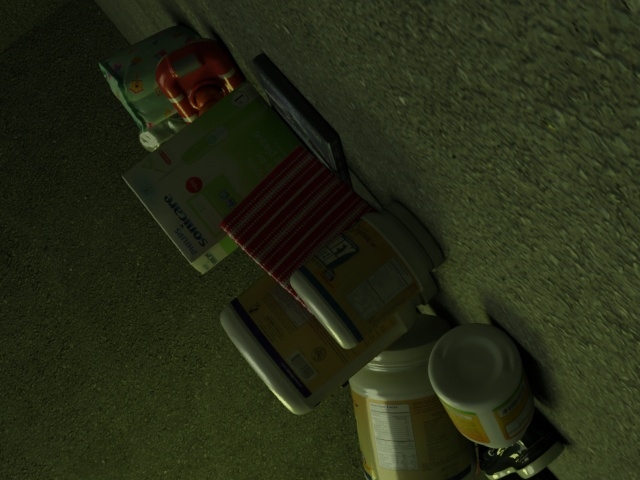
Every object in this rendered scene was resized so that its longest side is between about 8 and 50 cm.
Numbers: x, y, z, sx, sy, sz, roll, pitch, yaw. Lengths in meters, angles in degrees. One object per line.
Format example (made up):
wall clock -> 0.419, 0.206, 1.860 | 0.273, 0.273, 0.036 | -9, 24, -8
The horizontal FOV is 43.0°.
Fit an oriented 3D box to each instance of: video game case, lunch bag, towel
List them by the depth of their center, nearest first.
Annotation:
towel -> 0.000, 0.000, 1.321 | 0.275, 0.199, 0.031 | 43, 169, 8
video game case -> -0.024, -0.183, 1.387 | 0.196, 0.026, 0.274 | 49, 174, 17
lunch bag -> -0.375, -0.390, 1.865 | 0.262, 0.223, 0.160 | 45, 164, 53

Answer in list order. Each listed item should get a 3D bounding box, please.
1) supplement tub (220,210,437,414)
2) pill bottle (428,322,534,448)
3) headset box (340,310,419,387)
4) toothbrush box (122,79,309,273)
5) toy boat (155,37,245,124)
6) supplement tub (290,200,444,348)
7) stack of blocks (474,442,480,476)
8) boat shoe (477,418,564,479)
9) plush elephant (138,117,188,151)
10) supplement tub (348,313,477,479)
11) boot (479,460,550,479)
supplement tub -> 0.016, 0.119, 1.440 | 0.241, 0.331, 0.241 | 51, 174, 7
pill bottle -> 0.259, 0.239, 1.270 | 0.136, 0.136, 0.245 | 47, 174, 37
headset box -> 0.056, 0.156, 1.847 | 0.283, 0.246, 0.131 | 53, 175, -13
toothbrush box -> -0.171, -0.111, 1.457 | 0.206, 0.283, 0.122 | 51, 176, 11
toy boat -> -0.218, -0.274, 1.609 | 0.231, 0.151, 0.151 | 56, -167, -51
supplement tub -> 0.070, 0.049, 1.217 | 0.144, 0.200, 0.144 | 50, 174, 7
stack of blocks -> 0.266, 0.373, 1.804 | 0.171, 0.087, 0.297 | -137, 35, -58
boat shoe -> 0.351, 0.378, 1.541 | 0.113, 0.127, 0.340 | 51, 174, 10
plush elephant -> -0.297, -0.232, 1.972 | 0.330, 0.255, 0.271 | 30, 147, 64
supplement tub -> 0.178, 0.323, 1.594 | 0.228, 0.228, 0.316 | -144, 43, -72
boot -> 0.453, 0.538, 1.916 | 0.338, 0.118, 0.223 | 55, -177, 17
